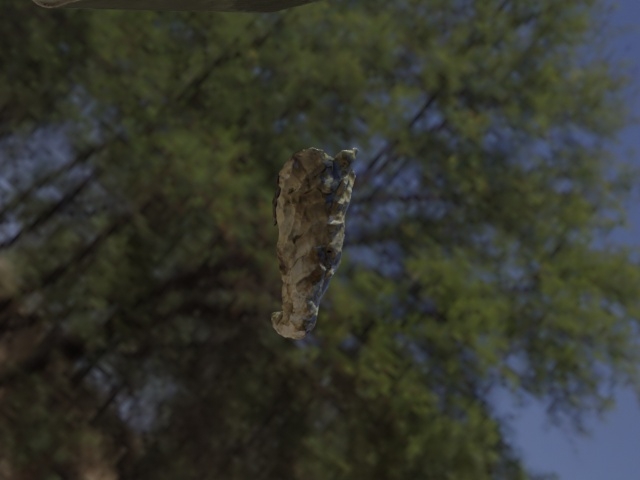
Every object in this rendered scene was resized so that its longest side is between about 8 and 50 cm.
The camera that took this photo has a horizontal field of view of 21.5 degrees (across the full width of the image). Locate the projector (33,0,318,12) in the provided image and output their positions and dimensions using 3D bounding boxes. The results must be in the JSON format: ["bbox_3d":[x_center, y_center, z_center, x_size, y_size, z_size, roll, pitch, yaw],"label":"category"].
[{"bbox_3d":[-0.047,-0.203,0.784,0.163,0.242,0.177,-11,-88,29],"label":"projector"}]

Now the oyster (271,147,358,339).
[{"bbox_3d":[-0.002,-0.003,1.620,0.061,0.106,0.199,-131,-151,-53],"label":"oyster"}]
